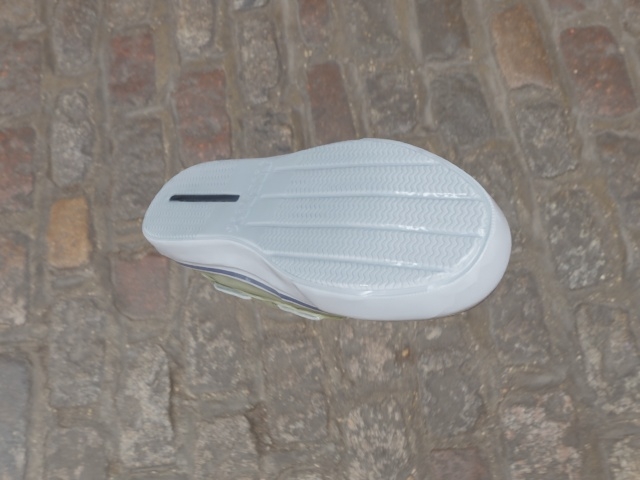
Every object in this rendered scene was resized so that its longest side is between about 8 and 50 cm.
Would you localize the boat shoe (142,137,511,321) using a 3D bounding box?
[{"bbox_3d":[0.000,0.000,0.495,0.302,0.094,0.109,10,64,47],"label":"boat shoe"}]
